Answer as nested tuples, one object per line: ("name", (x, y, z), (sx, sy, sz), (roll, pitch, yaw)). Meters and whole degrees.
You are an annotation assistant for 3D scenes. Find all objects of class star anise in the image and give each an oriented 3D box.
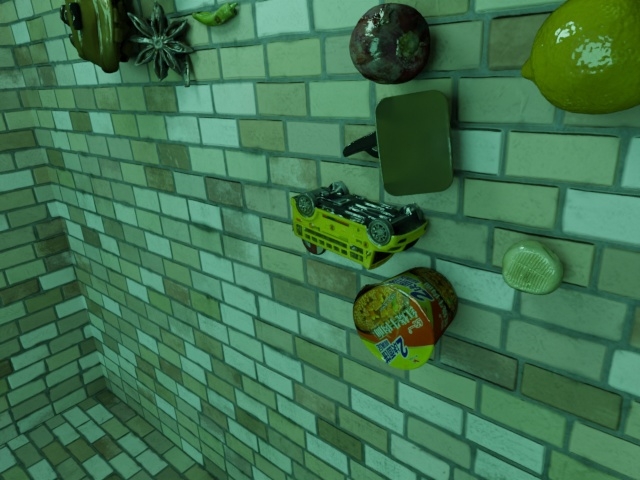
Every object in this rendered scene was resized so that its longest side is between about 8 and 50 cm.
("star anise", (-0.475, -0.591, 1.425), (0.230, 0.081, 0.262), (-33, 109, 17))

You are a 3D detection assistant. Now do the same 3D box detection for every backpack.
("backpack", (-0.709, -0.714, 1.470), (0.378, 0.201, 0.353), (-134, 39, -59))

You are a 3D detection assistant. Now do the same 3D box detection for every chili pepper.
("chili pepper", (-0.303, -0.625, 1.300), (0.208, 0.043, 0.048), (12, 129, 40))

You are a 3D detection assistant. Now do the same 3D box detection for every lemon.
("lemon", (0.419, -0.277, 0.677), (0.244, 0.187, 0.186), (-5, 104, 41))

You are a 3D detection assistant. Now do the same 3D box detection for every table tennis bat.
("table tennis bat", (0.000, 0.000, 1.315), (0.155, 0.019, 0.097), (14, 117, 42))

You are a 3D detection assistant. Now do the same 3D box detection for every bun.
("bun", (0.416, 0.052, 0.909), (0.115, 0.069, 0.115), (19, 121, 35))

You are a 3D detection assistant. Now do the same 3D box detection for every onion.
("onion", (0.127, -0.392, 0.939), (0.195, 0.160, 0.159), (-141, 43, -61))

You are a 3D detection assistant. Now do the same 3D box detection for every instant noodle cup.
("instant noodle cup", (0.207, 0.163, 1.080), (0.213, 0.174, 0.213), (19, 121, 35))

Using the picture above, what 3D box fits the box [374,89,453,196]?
("box", (0.192, -0.201, 0.958), (0.145, 0.090, 0.200), (-7, 107, 12))

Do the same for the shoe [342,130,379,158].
("shoe", (0.124, -0.216, 1.075), (0.160, 0.062, 0.053), (-11, 127, 39))

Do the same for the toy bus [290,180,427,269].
("toy bus", (0.086, -0.033, 1.128), (0.330, 0.144, 0.151), (23, 123, 36))
